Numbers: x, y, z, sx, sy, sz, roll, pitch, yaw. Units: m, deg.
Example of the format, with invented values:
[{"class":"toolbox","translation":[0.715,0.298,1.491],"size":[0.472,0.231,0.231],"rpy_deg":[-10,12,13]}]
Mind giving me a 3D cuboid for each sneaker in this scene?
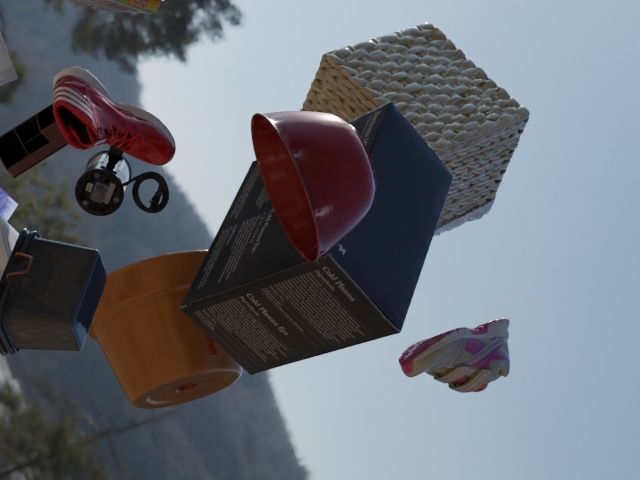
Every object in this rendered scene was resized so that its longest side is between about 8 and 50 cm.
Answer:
[{"class":"sneaker","translation":[-0.316,-0.153,1.782],"size":[0.221,0.087,0.128],"rpy_deg":[33,35,-26]},{"class":"sneaker","translation":[0.243,0.207,2.027],"size":[0.103,0.252,0.111],"rpy_deg":[-27,-104,51]}]

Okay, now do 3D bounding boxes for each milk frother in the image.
[{"class":"milk frother","translation":[-0.341,-0.099,2.078],"size":[0.143,0.129,0.135],"rpy_deg":[40,13,-15]}]

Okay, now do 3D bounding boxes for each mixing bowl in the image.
[{"class":"mixing bowl","translation":[0.001,-0.075,1.350],"size":[0.181,0.098,0.181],"rpy_deg":[159,-90,-76]}]

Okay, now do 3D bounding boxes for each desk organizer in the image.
[{"class":"desk organizer","translation":[-0.440,-0.157,1.840],"size":[0.050,0.130,0.047],"rpy_deg":[51,10,-51]}]

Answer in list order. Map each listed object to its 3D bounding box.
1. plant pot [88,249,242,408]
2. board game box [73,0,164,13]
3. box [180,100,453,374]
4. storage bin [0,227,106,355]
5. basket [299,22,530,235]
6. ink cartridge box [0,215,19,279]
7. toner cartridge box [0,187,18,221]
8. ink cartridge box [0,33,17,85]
[{"class":"plant pot","translation":[-0.260,0.167,2.081],"size":[0.291,0.290,0.204],"rpy_deg":[99,-25,-69]},{"class":"board game box","translation":[-0.409,-0.461,2.230],"size":[0.259,0.124,0.039],"rpy_deg":[12,-93,50]},{"class":"box","translation":[0.000,0.000,1.845],"size":[0.179,0.312,0.343],"rpy_deg":[46,45,-25]},{"class":"storage bin","translation":[-0.296,0.056,1.308],"size":[0.098,0.091,0.135],"rpy_deg":[85,13,-51]},{"class":"basket","translation":[0.168,-0.200,2.266],"size":[0.328,0.331,0.266],"rpy_deg":[47,-44,23]},{"class":"ink cartridge box","translation":[-0.488,0.060,1.716],"size":[0.218,0.158,0.092],"rpy_deg":[75,-6,-71]},{"class":"toner cartridge box","translation":[-0.616,-0.014,2.070],"size":[0.075,0.165,0.348],"rpy_deg":[42,-2,-13]},{"class":"ink cartridge box","translation":[-0.659,-0.328,1.931],"size":[0.060,0.275,0.239],"rpy_deg":[38,-32,50]}]
